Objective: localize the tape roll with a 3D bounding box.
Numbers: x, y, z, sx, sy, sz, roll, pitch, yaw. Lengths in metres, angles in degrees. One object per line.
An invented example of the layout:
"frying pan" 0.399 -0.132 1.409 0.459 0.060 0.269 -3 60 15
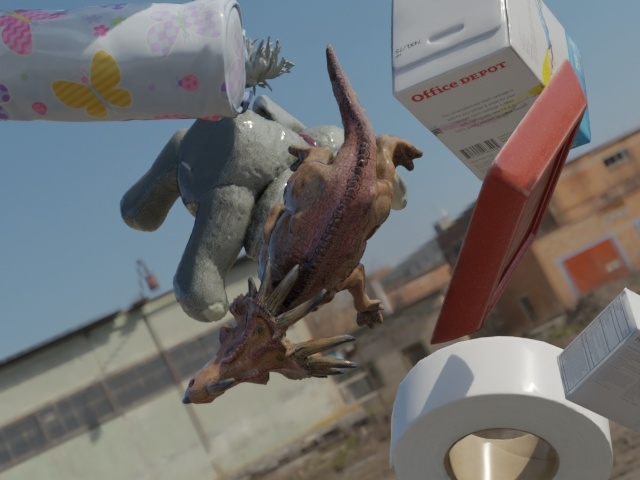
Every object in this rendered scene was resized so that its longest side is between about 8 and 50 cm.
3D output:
"tape roll" 0.235 0.257 1.572 0.286 0.286 0.100 -30 33 29

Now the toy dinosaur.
"toy dinosaur" 0.000 0.000 0.970 0.200 0.127 0.295 -49 -23 -72

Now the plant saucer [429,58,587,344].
"plant saucer" 0.217 -0.036 1.324 0.258 0.048 0.259 -50 -21 -46

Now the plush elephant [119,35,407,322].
"plush elephant" -0.054 -0.069 1.501 0.255 0.272 0.330 20 -78 -38

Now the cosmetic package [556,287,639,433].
"cosmetic package" 0.336 0.135 1.059 0.099 0.239 0.060 -51 22 33

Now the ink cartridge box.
"ink cartridge box" 0.260 -0.261 1.828 0.198 0.197 0.270 -19 -37 30

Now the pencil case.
"pencil case" -0.204 -0.173 1.140 0.273 0.113 0.124 -2 38 4
